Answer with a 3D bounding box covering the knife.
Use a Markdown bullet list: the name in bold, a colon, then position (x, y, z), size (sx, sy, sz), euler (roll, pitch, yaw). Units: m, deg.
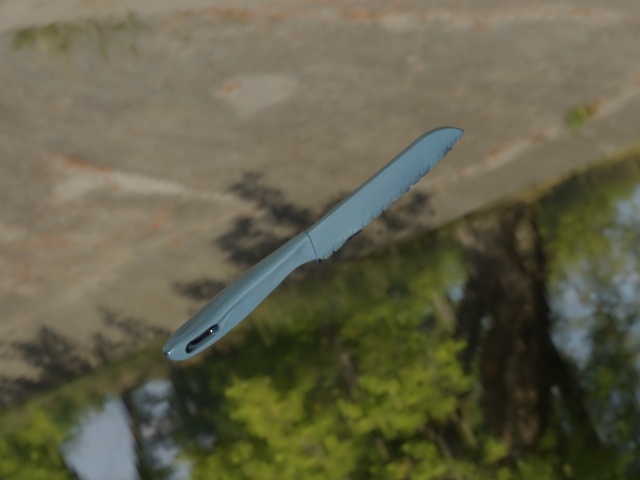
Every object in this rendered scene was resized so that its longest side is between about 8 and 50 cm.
- **knife**: position (0.000, 0.000, 1.471), size (0.313, 0.044, 0.019), euler (-39, -135, -16)
